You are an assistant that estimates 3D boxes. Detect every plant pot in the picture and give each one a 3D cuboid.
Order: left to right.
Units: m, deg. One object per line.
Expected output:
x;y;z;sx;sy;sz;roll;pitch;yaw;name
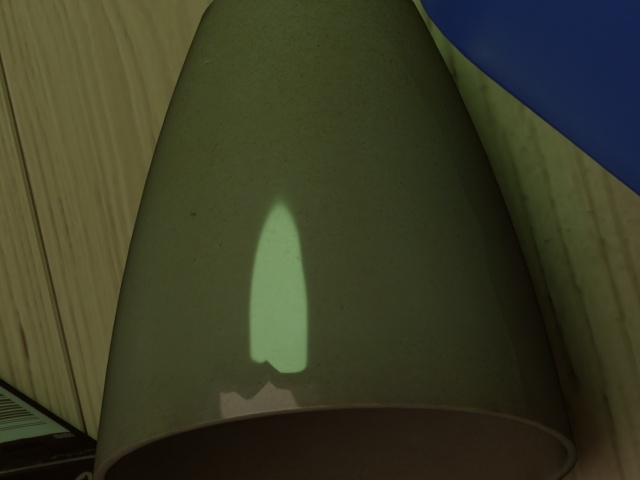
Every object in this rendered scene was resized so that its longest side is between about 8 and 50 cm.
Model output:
0.000;0.000;1.093;0.256;0.256;0.274;-18;64;32;plant pot

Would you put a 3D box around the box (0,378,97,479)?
-0.303;0.272;1.333;0.191;0.143;0.381;28;107;30;box

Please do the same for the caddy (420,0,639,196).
0.215;-0.122;0.934;0.341;0.241;0.179;42;118;25;caddy
